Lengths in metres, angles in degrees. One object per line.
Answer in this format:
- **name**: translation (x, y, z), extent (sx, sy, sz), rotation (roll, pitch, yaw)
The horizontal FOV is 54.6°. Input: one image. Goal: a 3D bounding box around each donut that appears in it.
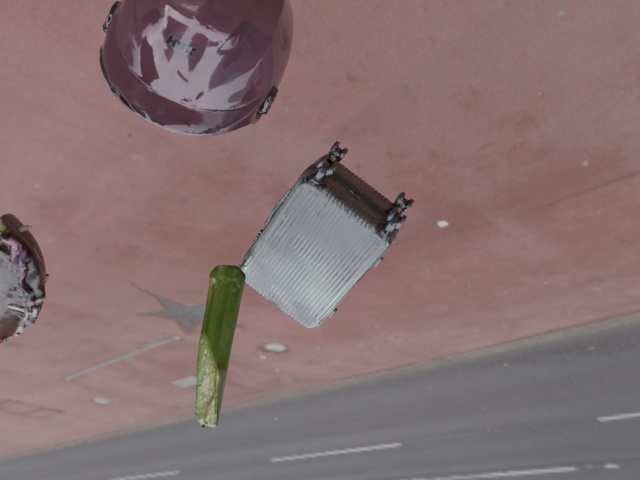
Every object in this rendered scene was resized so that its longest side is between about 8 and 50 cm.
- **donut**: translation (-0.705, 0.090, 1.252), extent (0.345, 0.136, 0.259), rotation (-11, 122, 5)

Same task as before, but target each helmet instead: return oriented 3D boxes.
- **helmet**: translation (-0.163, -0.321, 0.921), extent (0.271, 0.338, 0.197), rotation (29, 126, -7)

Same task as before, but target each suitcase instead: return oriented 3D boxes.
- **suitcase**: translation (0.000, 0.000, 1.096), extent (0.202, 0.128, 0.312), rotation (37, 124, -3)

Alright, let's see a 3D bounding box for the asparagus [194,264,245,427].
- **asparagus**: translation (-0.117, 0.116, 0.694), extent (0.041, 0.178, 0.045), rotation (10, 160, -6)
